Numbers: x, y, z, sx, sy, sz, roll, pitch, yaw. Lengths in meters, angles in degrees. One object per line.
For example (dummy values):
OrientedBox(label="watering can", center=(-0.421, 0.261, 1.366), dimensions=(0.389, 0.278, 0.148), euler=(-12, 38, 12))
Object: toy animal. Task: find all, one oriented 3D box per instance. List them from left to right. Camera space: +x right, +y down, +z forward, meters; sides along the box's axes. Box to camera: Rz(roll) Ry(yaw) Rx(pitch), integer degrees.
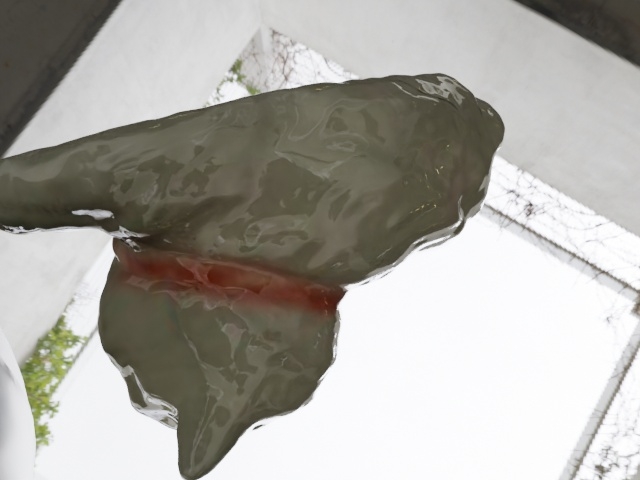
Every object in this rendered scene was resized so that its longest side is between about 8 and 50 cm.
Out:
OrientedBox(label="toy animal", center=(0.000, 0.000, 0.443), dimensions=(0.266, 0.308, 0.188), euler=(-23, -94, 15))

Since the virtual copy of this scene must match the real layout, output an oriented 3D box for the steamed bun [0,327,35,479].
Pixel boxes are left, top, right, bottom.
OrientedBox(label="steamed bun", center=(-0.304, 0.102, 0.255), dimensions=(0.333, 0.373, 0.334), euler=(-21, -123, 35))
